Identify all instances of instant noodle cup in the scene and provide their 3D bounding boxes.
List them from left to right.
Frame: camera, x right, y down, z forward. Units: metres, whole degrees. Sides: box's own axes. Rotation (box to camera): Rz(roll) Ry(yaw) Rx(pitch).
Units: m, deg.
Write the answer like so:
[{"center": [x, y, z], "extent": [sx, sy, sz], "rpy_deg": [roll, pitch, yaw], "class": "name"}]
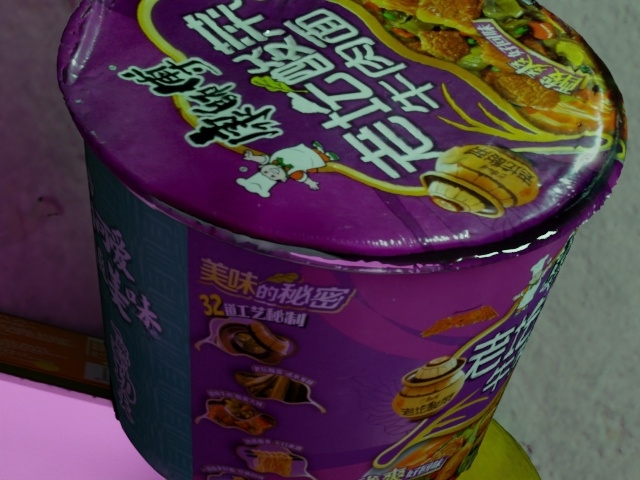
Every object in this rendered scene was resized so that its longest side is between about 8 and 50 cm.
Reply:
[{"center": [0.000, 0.000, 0.746], "extent": [0.251, 0.251, 0.190], "rpy_deg": [2, 130, -8], "class": "instant noodle cup"}]

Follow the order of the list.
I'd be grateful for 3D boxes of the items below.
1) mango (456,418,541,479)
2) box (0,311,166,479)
[{"center": [0.021, 0.191, 0.818], "extent": [0.142, 0.331, 0.195], "rpy_deg": [23, 114, 18], "class": "mango"}, {"center": [-0.154, 0.142, 0.860], "extent": [0.195, 0.148, 0.177], "rpy_deg": [15, 98, -10], "class": "box"}]
